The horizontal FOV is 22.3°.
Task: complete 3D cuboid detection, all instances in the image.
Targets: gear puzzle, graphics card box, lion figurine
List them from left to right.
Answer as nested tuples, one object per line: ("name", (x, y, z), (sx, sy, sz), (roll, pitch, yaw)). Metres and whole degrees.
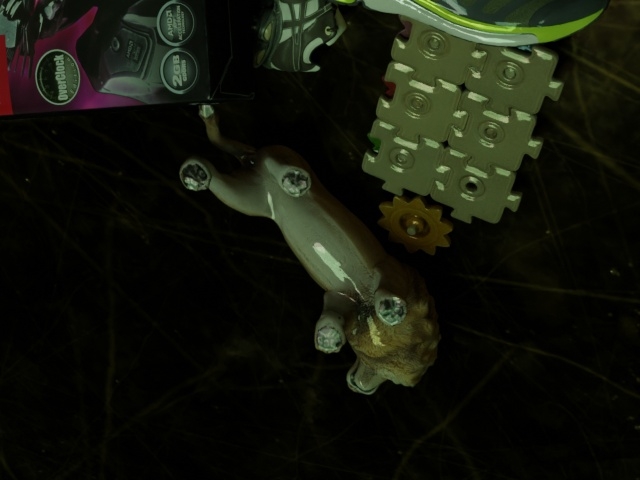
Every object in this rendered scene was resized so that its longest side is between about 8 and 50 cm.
("graphics card box", (-0.248, -0.243, 1.646), (0.371, 0.094, 0.233), (-1, 94, 28))
("lion figurine", (0.000, 0.000, 1.752), (0.142, 0.240, 0.392), (-31, 94, 11))
("gear puzzle", (0.137, -0.103, 1.671), (0.175, 0.044, 0.339), (22, 137, 8))

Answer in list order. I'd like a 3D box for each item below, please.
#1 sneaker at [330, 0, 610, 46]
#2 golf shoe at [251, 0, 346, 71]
("sneaker", (0.116, -0.259, 1.461), (0.300, 0.111, 0.121), (14, 123, 7))
("golf shoe", (-0.011, -0.248, 1.611), (0.094, 0.077, 0.198), (16, 137, -9))
